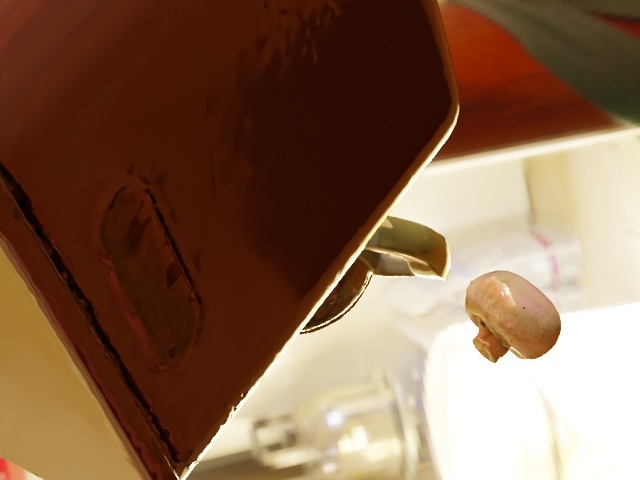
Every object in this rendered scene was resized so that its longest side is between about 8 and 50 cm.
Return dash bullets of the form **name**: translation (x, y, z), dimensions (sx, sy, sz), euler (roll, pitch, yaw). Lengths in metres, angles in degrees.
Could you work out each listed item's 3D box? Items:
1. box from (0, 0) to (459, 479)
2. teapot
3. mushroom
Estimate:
- **box**: translation (-0.142, -0.080, 0.678), dimensions (0.339, 0.229, 0.239), euler (20, 146, 35)
- **teapot**: translation (-0.004, -0.008, 0.842), dimensions (0.091, 0.124, 0.092), euler (68, -177, -77)
- **mushroom**: translation (0.147, 0.062, 1.297), dimensions (0.083, 0.067, 0.083), euler (43, 171, 9)
